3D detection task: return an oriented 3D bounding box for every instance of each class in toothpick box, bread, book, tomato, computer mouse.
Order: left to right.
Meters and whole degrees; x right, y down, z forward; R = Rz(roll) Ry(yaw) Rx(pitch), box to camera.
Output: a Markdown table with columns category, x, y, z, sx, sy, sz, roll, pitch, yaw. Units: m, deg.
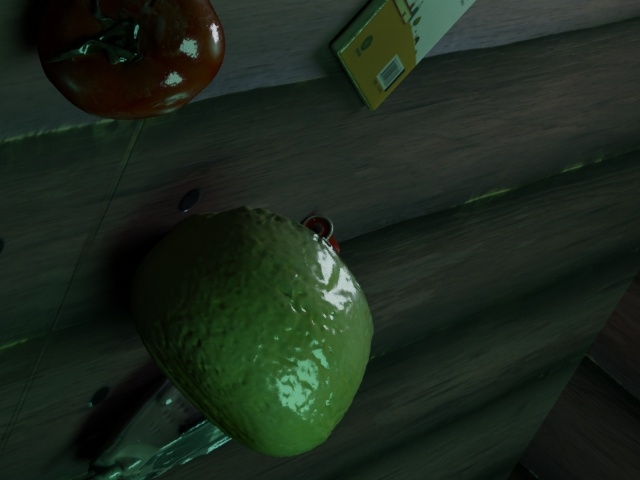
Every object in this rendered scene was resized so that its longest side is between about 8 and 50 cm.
| category | x | y | z | sx | sy | sz | roll | pitch | yaw |
| --- | --- | --- | --- | --- | --- | --- | --- | --- | --- |
| tomato | -0.184 | -0.199 | 1.766 | 0.187 | 0.187 | 0.151 | -52 | 179 | 7 |
| computer mouse | -0.199 | 0.238 | 2.489 | 0.389 | 0.115 | 0.199 | -27 | 161 | -20 |
| bread | -0.089 | 0.116 | 2.220 | 0.237 | 0.320 | 0.320 | -49 | 159 | -27 |
| toothpick box | 0.000 | 0.000 | 2.548 | 0.047 | 0.047 | 0.083 | -44 | 157 | -12 |
| book | 0.140 | -0.314 | 2.344 | 0.295 | 0.020 | 0.208 | -47 | 157 | -4 |
